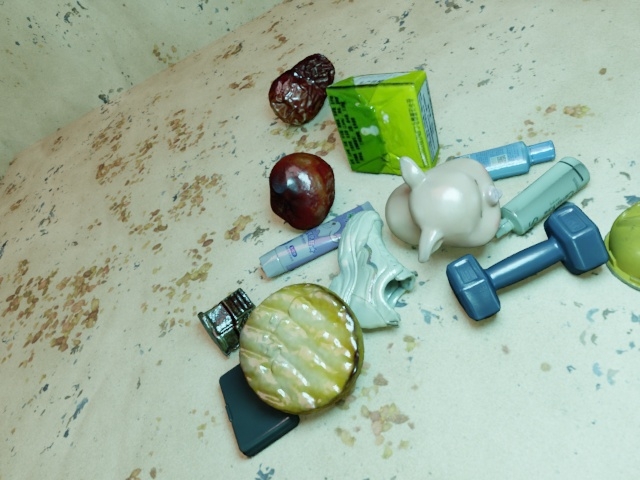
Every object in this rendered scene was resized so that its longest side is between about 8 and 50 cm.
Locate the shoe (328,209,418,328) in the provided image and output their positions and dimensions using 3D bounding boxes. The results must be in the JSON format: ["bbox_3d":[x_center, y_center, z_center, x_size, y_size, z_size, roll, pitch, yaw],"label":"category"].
[{"bbox_3d":[0.149,0.075,1.237,0.210,0.132,0.342,0,59,28],"label":"shoe"}]

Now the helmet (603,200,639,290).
[{"bbox_3d":[0.693,-0.003,0.963,0.205,0.140,0.257,-43,41,-8],"label":"helmet"}]

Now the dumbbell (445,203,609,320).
[{"bbox_3d":[0.439,0.053,1.063,0.316,0.156,0.144,-27,74,9],"label":"dumbbell"}]

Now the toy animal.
[{"bbox_3d":[0.278,-0.079,1.165,0.326,0.269,0.237,-11,89,48],"label":"toy animal"}]

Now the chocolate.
[{"bbox_3d":[0.199,-0.349,1.450,0.288,0.301,0.137,11,48,36],"label":"chocolate"}]

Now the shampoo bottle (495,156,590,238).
[{"bbox_3d":[0.520,-0.093,1.177,0.262,0.085,0.085,-38,44,-3],"label":"shampoo bottle"}]

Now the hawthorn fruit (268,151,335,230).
[{"bbox_3d":[-0.047,-0.175,1.507,0.210,0.230,0.266,3,41,23],"label":"hawthorn fruit"}]

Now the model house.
[{"bbox_3d":[-0.252,0.224,1.383,0.152,0.106,0.165,-35,78,-16],"label":"model house"}]

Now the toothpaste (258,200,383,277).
[{"bbox_3d":[0.000,0.000,1.440,0.371,0.080,0.125,-25,41,0],"label":"toothpaste"}]

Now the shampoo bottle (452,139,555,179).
[{"bbox_3d":[0.492,-0.212,1.315,0.258,0.061,0.104,-12,48,23],"label":"shampoo bottle"}]

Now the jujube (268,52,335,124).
[{"bbox_3d":[-0.065,-0.598,1.903,0.216,0.216,0.342,5,51,34],"label":"jujube"}]

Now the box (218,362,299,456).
[{"bbox_3d":[-0.155,0.391,1.201,0.160,0.050,0.230,-34,44,0],"label":"box"}]

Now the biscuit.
[{"bbox_3d":[-0.041,0.248,1.131,0.296,0.102,0.297,-4,73,15],"label":"biscuit"}]
